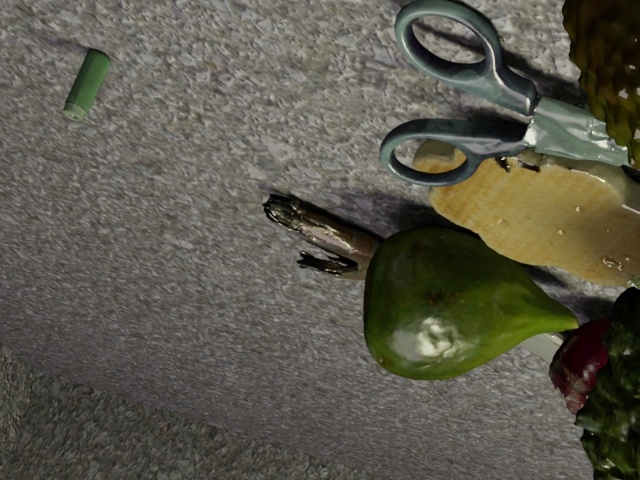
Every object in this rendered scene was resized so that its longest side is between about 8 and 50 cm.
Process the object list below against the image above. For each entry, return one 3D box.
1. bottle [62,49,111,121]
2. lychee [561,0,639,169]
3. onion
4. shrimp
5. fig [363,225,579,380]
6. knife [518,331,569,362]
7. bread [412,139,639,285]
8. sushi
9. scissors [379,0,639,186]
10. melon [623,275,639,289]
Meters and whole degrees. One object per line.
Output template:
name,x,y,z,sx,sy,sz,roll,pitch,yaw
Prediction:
bottle,-0.274,-0.181,1.774,0.030,0.083,0.030,19,162,6
lychee,0.285,-0.145,0.956,0.270,0.270,0.320,18,-176,9
onion,0.387,0.168,1.993,0.195,0.140,0.218,29,-162,-21
shrimp,0.000,0.000,2.063,0.219,0.046,0.152,28,158,-23
fig,0.192,0.080,1.895,0.275,0.206,0.206,7,162,-1
knife,0.295,0.124,2.095,0.265,0.041,0.073,32,150,-31
bread,0.252,-0.037,1.644,0.316,0.054,0.316,20,161,7
sushi,0.441,0.155,1.563,0.352,0.294,0.178,-13,-156,-30
scissors,0.246,-0.104,1.435,0.383,0.029,0.256,13,144,9
melon,0.401,0.062,1.803,0.182,0.054,0.098,33,174,-33
